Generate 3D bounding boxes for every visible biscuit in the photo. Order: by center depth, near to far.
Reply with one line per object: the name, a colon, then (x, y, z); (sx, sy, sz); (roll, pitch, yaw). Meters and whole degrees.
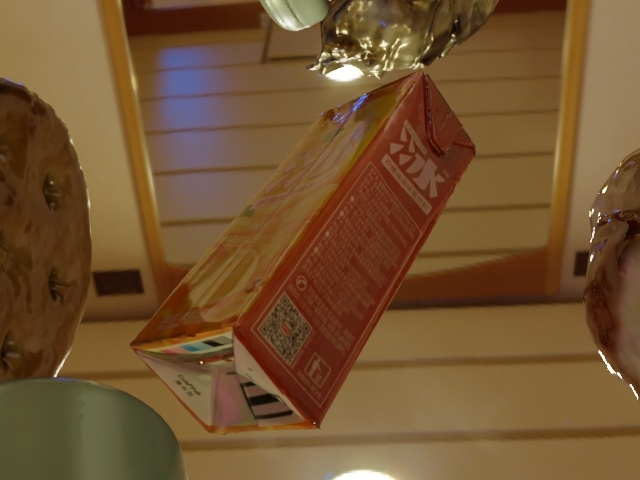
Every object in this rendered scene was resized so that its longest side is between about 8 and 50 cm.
biscuit: (-0.211, 0.006, 0.500); (0.066, 0.220, 0.220); (3, -149, 13)

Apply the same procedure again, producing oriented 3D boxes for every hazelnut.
hazelnut: (0.338, 0.034, 0.670); (0.261, 0.241, 0.261); (-19, -134, 20)

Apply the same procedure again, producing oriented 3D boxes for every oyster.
oyster: (0.092, -0.243, 0.786); (0.198, 0.133, 0.337); (-30, -166, 28)

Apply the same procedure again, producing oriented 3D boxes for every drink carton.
drink carton: (0.000, 0.000, 0.479); (0.096, 0.071, 0.223); (-16, -150, 45)

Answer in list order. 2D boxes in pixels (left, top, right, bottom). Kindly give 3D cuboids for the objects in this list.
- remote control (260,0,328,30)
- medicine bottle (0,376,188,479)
remote control: (-0.063, -0.302, 0.618); (0.056, 0.296, 0.140); (-21, 170, 10)
medicine bottle: (-0.105, 0.171, 0.310); (0.139, 0.139, 0.225); (-11, -142, -12)
